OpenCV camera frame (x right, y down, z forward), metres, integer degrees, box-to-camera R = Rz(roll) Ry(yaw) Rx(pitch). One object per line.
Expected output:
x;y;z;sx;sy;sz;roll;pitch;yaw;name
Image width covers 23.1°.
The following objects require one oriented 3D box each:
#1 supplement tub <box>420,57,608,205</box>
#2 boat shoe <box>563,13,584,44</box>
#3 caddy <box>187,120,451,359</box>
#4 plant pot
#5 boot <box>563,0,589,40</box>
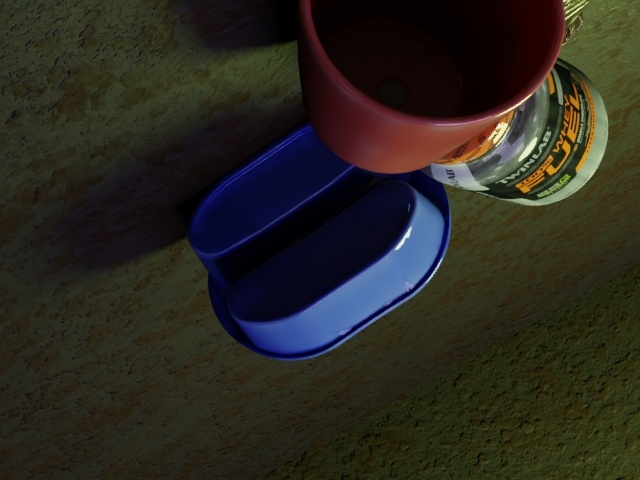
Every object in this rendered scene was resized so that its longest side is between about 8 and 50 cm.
0.224;-0.160;1.997;0.207;0.207;0.338;-40;159;20;supplement tub
0.291;-0.281;2.012;0.073;0.073;0.207;-43;159;24;boat shoe
0.000;0.000;1.996;0.341;0.241;0.179;-33;156;4;caddy
0.094;-0.200;1.668;0.275;0.275;0.243;-26;168;-17;plant pot
0.215;-0.294;1.726;0.077;0.165;0.213;-30;167;-15;boot
